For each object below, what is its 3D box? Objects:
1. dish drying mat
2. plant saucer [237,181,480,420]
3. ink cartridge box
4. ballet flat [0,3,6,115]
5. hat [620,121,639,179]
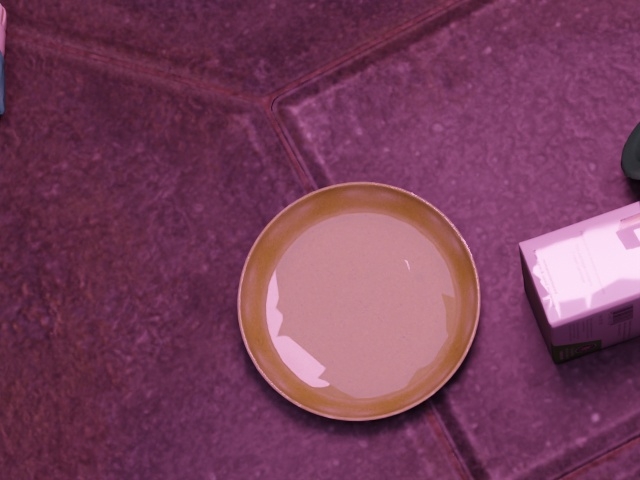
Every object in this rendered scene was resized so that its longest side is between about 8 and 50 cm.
[{"bbox_3d":[0.000,0.000,1.971,0.083,0.008,0.032,-15,74,3],"label":"dish drying mat"},{"bbox_3d":[0.039,0.062,1.927,0.241,0.037,0.241,-2,76,7],"label":"plant saucer"},{"bbox_3d":[0.308,0.026,1.837,0.219,0.160,0.092,-20,72,1],"label":"ink cartridge box"},{"bbox_3d":[-0.386,-0.243,2.065,0.087,0.083,0.247,-35,73,-18],"label":"ballet flat"},{"bbox_3d":[0.426,-0.055,1.898,0.183,0.208,0.173,52,53,-21],"label":"hat"}]
